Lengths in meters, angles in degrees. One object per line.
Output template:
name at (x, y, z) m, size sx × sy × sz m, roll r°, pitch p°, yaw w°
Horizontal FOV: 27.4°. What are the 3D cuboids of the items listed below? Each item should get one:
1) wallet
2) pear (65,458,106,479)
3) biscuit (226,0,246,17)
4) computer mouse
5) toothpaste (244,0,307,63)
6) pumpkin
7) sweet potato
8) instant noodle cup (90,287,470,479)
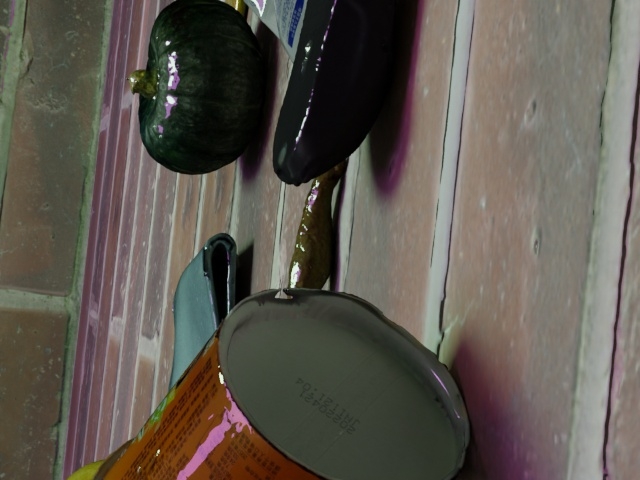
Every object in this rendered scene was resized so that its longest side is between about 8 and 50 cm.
wallet at (-0.142, 0.151, 1.588) m, size 0.251 × 0.054 × 0.290 m, roll 142°, pitch 131°, yaw -72°
pear at (-0.247, 0.364, 1.613) m, size 0.209 × 0.208 × 0.209 m, roll -174°, pitch 90°, yaw -75°
biscuit at (-0.115, -0.256, 1.711) m, size 0.048 × 0.026 × 0.292 m, roll 25°, pitch 110°, yaw 54°
computer mouse at (0.021, -0.145, 1.066) m, size 0.122 × 0.073 × 0.217 m, roll -166°, pitch 89°, yaw -72°
toothpaste at (-0.038, -0.250, 1.387) m, size 0.266 × 0.061 × 0.096 m, roll -125°, pitch 44°, yaw -58°
pumpkin at (-0.150, -0.182, 1.558) m, size 0.211 × 0.152 × 0.212 m, roll -31°, pitch 53°, yaw 52°
sweet potato at (-0.004, -0.001, 1.173) m, size 0.041 × 0.038 × 0.153 m, roll 5°, pitch 79°, yaw 53°
instant noodle cup at (-0.021, 0.152, 0.853) m, size 0.230 × 0.230 × 0.182 m, roll -102°, pitch 32°, yaw -49°
